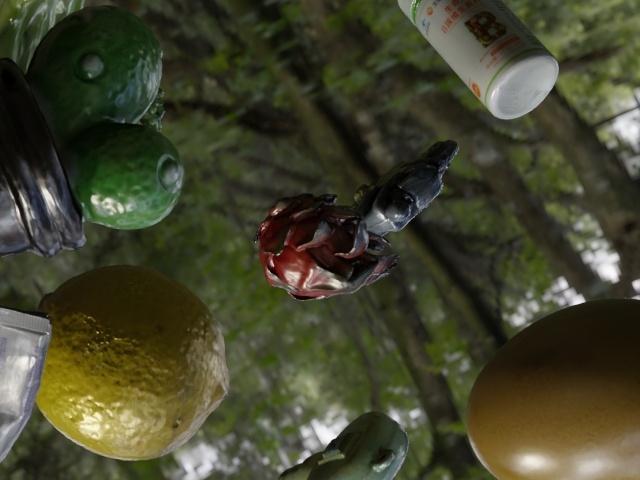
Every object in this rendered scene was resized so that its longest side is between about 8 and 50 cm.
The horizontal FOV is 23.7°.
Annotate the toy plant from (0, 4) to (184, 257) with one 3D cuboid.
[{"bbox_3d":[-0.226,-0.086,1.304,0.235,0.218,0.175,-21,153,-11],"label":"toy plant"}]

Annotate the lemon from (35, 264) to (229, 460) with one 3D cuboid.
[{"bbox_3d":[-0.267,0.170,2.112,0.293,0.293,0.293,-25,-163,8],"label":"lemon"}]

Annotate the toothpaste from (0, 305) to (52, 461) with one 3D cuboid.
[{"bbox_3d":[-0.341,0.161,1.543,0.099,0.282,0.068,-10,-129,-29],"label":"toothpaste"}]

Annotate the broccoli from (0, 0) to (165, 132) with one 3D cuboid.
[{"bbox_3d":[-0.342,-0.188,1.564,0.338,0.317,0.277,16,-157,31],"label":"broccoli"}]

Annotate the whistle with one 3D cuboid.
[{"bbox_3d":[0.016,0.242,1.609,0.126,0.067,0.258,-51,-174,-26],"label":"whistle"}]

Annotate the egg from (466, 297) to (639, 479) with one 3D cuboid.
[{"bbox_3d":[0.338,0.201,1.878,0.322,0.250,0.250,-13,-162,4],"label":"egg"}]

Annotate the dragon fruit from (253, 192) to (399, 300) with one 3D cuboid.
[{"bbox_3d":[0.000,0.006,1.621,0.130,0.121,0.142,-25,-148,-33],"label":"dragon fruit"}]

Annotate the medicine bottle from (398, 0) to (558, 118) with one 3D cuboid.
[{"bbox_3d":[0.162,-0.214,1.586,0.086,0.086,0.183,-30,-123,-10],"label":"medicine bottle"}]

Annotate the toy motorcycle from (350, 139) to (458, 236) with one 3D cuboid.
[{"bbox_3d":[0.083,-0.046,1.798,0.193,0.061,0.124,-36,-165,22],"label":"toy motorcycle"}]
